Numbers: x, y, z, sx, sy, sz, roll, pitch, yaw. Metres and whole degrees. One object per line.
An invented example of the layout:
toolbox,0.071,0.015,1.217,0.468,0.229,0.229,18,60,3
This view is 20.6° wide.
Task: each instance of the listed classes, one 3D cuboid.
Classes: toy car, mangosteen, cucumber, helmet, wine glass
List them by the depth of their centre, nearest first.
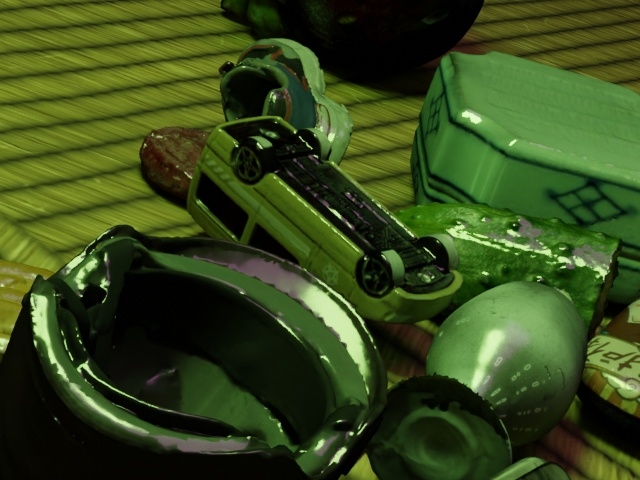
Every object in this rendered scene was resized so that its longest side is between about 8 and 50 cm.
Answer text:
helmet,-0.095,0.124,1.148,0.225,0.177,0.305,34,21,19
wine glass,0.131,0.116,1.379,0.126,0.126,0.241,26,28,15
toy car,0.000,0.000,1.537,0.257,0.124,0.101,42,33,25
cucumber,0.150,0.022,1.596,0.244,0.134,0.134,21,25,12
mangosteen,0.058,-0.338,2.098,0.311,0.311,0.311,15,25,-7

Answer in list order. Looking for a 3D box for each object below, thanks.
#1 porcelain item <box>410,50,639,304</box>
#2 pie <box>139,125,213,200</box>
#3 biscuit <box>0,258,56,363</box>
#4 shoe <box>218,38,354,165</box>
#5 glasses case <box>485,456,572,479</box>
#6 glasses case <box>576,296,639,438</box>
porcelain item,0.238,-0.063,1.781,0.286,0.157,0.281,14,23,-8
pie,-0.102,-0.067,1.699,0.154,0.036,0.154,17,22,-7
biscuit,-0.254,0.053,1.354,0.224,0.033,0.144,0,31,-37
shoe,-0.059,-0.135,1.712,0.125,0.099,0.227,16,23,-31
glasses case,0.080,0.235,1.137,0.060,0.114,0.299,-14,3,38
glasses case,0.330,0.102,1.591,0.122,0.082,0.321,30,27,20
